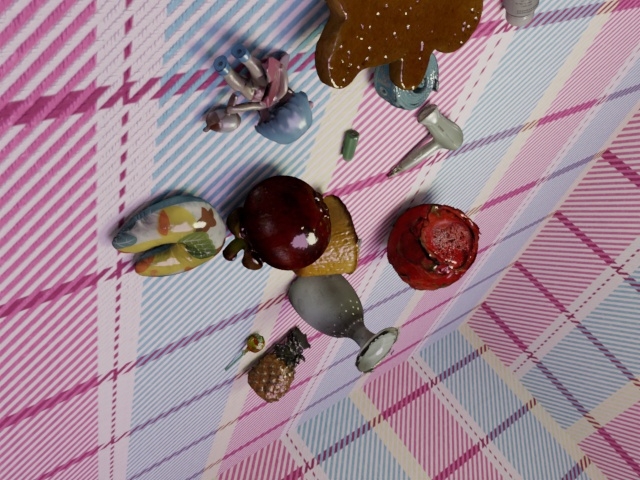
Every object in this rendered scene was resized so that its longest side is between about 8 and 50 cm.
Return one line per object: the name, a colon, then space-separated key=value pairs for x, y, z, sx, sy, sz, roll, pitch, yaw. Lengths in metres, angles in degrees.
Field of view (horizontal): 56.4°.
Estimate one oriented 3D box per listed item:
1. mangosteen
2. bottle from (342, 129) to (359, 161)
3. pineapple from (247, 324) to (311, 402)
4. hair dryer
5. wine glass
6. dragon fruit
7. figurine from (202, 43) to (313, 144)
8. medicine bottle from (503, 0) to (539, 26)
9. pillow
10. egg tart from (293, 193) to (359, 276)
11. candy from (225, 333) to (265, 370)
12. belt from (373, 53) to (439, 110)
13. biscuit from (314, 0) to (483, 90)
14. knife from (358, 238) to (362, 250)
mangosteen: x=-0.104 y=-0.025 z=1.317 sx=0.257 sy=0.215 sz=0.215 roll=-24 pitch=159 yaw=15
bottle: x=0.071 y=-0.224 z=1.418 sx=0.030 sy=0.030 sz=0.083 roll=-27 pitch=153 yaw=-26
pineapple: x=-0.132 y=0.432 z=2.126 sx=0.278 sy=0.158 sz=0.158 roll=-52 pitch=155 yaw=-1
hair dryer: x=0.263 y=-0.253 z=1.627 sx=0.237 sy=0.075 sz=0.206 roll=-40 pitch=150 yaw=21
wine glass: x=0.062 y=0.224 z=1.793 sx=0.190 sy=0.357 sz=0.190 roll=-28 pitch=140 yaw=-26
dragon fruit: x=0.365 y=0.023 z=1.951 sx=0.295 sy=0.295 sz=0.301 roll=-31 pitch=157 yaw=-18
figurine: x=-0.110 y=-0.238 z=1.051 sx=0.205 sy=0.103 sz=0.260 roll=-43 pitch=156 yaw=6
medicine bottle: x=0.454 y=-0.552 z=1.346 sx=0.080 sy=0.080 sz=0.130 roll=-39 pitch=156 yaw=-2
pillow: x=-0.299 y=-0.002 z=1.224 sx=0.214 sy=0.086 sz=0.233 roll=-24 pitch=156 yaw=-9
egg tart: x=0.000 y=0.000 z=1.502 sx=0.171 sy=0.215 sz=0.215 roll=-17 pitch=149 yaw=-20
candy: x=-0.255 y=0.375 z=1.964 sx=0.201 sy=0.060 sz=0.060 roll=-43 pitch=157 yaw=27
belt: x=0.184 y=-0.357 z=1.291 sx=0.147 sy=0.082 sz=0.163 roll=-43 pitch=148 yaw=-15
biscuit: x=0.153 y=-0.421 z=1.115 sx=0.432 sy=0.064 sz=0.283 roll=-22 pitch=130 yaw=-36
knife: x=0.117 y=0.038 z=1.938 sx=0.022 sy=0.026 sz=0.184 roll=6 pitch=148 yaw=-3
